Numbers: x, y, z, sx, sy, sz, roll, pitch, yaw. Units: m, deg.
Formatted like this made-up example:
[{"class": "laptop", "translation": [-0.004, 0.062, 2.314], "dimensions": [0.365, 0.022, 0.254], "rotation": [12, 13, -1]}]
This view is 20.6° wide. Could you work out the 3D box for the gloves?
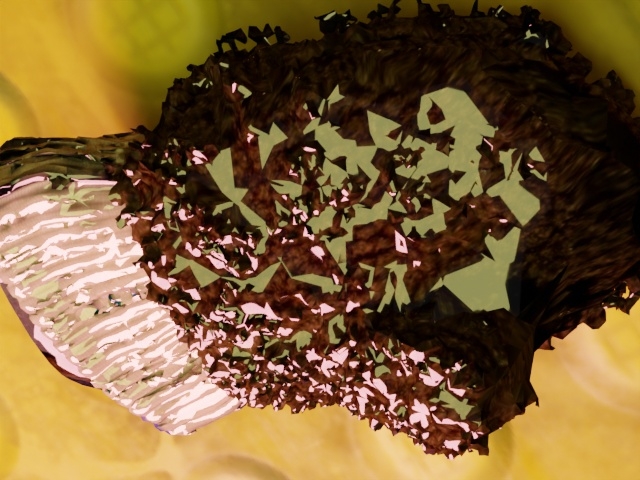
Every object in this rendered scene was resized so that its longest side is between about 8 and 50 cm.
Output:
[{"class": "gloves", "translation": [0.004, 0.001, 0.801], "dimensions": [0.312, 0.135, 0.210], "rotation": [-22, 97, 25]}]
